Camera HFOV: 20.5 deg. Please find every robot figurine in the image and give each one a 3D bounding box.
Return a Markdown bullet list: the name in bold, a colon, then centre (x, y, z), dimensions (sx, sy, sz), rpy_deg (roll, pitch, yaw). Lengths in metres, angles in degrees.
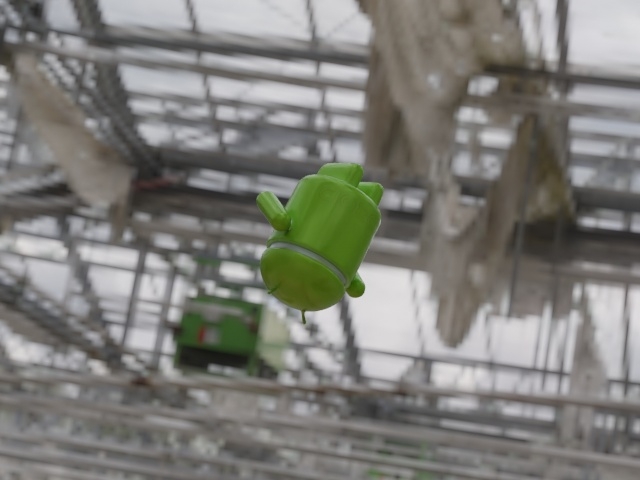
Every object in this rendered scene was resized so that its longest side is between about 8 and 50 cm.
- **robot figurine**: centre (0.000, 0.000, 1.259), dimensions (0.067, 0.115, 0.101), rpy_deg (4, -30, 47)
